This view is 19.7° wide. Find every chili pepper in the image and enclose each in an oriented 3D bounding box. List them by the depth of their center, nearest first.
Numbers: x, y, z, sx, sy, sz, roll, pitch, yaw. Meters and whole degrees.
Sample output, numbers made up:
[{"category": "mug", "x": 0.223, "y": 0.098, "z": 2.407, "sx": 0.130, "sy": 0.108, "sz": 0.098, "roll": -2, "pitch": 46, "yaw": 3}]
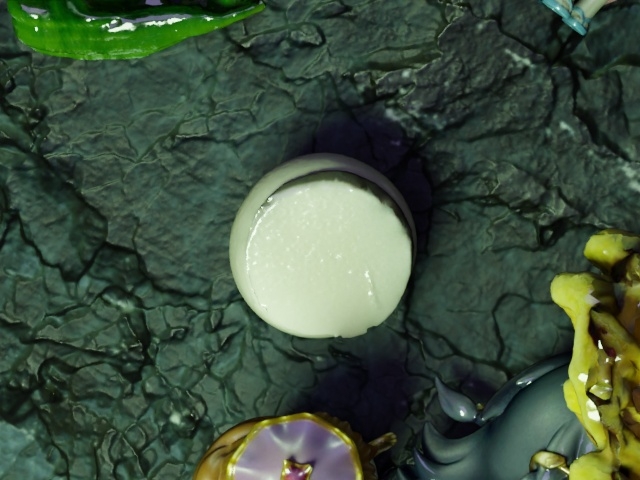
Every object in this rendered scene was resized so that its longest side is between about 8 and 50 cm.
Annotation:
[{"category": "chili pepper", "x": -0.177, "y": -0.225, "z": 1.760, "sx": 0.253, "sy": 0.083, "sz": 0.099, "roll": -6, "pitch": 75, "yaw": 6}]

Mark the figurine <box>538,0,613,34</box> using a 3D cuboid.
[{"category": "figurine", "x": 0.280, "y": -0.313, "z": 1.654, "sx": 0.260, "sy": 0.205, "sz": 0.103, "roll": -52, "pitch": 36, "yaw": 6}]

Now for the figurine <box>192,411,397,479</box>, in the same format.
[{"category": "figurine", "x": -0.023, "y": 0.216, "z": 1.602, "sx": 0.189, "sy": 0.263, "sz": 0.142, "roll": -37, "pitch": 79, "yaw": 4}]

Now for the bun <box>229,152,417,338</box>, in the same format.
[{"category": "bun", "x": 0.000, "y": 0.000, "z": 1.688, "sx": 0.173, "sy": 0.120, "sz": 0.173, "roll": -2, "pitch": 108, "yaw": -5}]

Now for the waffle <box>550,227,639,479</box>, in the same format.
[{"category": "waffle", "x": 0.357, "y": 0.158, "z": 1.539, "sx": 0.382, "sy": 0.095, "sz": 0.379, "roll": 0, "pitch": 79, "yaw": -30}]

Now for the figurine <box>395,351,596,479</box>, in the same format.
[{"category": "figurine", "x": 0.185, "y": 0.213, "z": 1.622, "sx": 0.265, "sy": 0.197, "sz": 0.175, "roll": -48, "pitch": 116, "yaw": 1}]
